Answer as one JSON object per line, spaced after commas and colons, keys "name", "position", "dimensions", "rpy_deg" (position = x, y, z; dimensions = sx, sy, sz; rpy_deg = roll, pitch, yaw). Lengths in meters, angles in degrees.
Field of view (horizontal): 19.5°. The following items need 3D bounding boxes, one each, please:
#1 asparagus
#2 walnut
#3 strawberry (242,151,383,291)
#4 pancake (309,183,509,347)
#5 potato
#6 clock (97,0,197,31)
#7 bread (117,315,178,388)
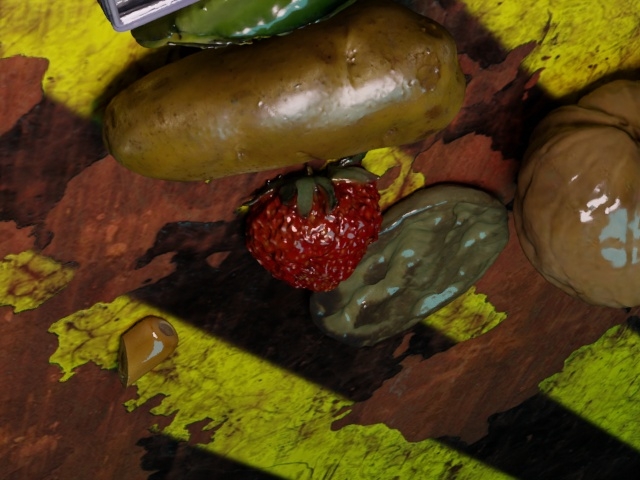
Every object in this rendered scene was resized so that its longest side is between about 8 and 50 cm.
{"name": "asparagus", "position": [0.004, -0.269, 1.748], "dimensions": [0.382, 0.108, 0.128], "rpy_deg": [-33, 154, 13]}
{"name": "walnut", "position": [0.376, -0.054, 2.272], "dimensions": [0.296, 0.285, 0.285], "rpy_deg": [-42, 158, -23]}
{"name": "strawberry", "position": [-0.014, 0.007, 2.192], "dimensions": [0.174, 0.098, 0.228], "rpy_deg": [-12, 147, -27]}
{"name": "pancake", "position": [0.116, 0.031, 2.405], "dimensions": [0.294, 0.049, 0.294], "rpy_deg": [-23, 149, -15]}
{"name": "potato", "position": [-0.037, -0.146, 1.863], "dimensions": [0.369, 0.195, 0.176], "rpy_deg": [-14, 120, -8]}
{"name": "clock", "position": [-0.146, -0.281, 1.624], "dimensions": [0.145, 0.073, 0.193], "rpy_deg": [-25, 152, -8]}
{"name": "bread", "position": [-0.223, 0.138, 2.278], "dimensions": [0.103, 0.049, 0.062], "rpy_deg": [-38, 151, 14]}
